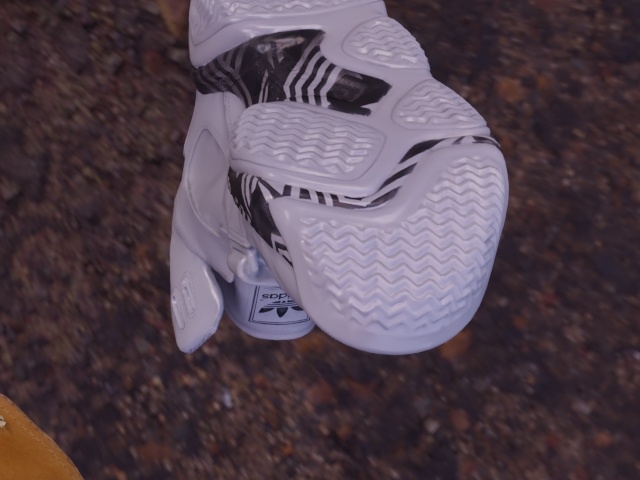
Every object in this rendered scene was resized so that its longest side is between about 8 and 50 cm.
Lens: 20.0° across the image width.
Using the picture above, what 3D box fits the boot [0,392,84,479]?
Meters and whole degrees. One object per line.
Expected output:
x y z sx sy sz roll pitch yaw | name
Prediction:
-0.152 0.120 0.687 0.211 0.295 0.104 -4 117 -55 | boot

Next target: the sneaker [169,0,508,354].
0.000 0.000 1.001 0.137 0.366 0.210 -2 122 -14 | sneaker
